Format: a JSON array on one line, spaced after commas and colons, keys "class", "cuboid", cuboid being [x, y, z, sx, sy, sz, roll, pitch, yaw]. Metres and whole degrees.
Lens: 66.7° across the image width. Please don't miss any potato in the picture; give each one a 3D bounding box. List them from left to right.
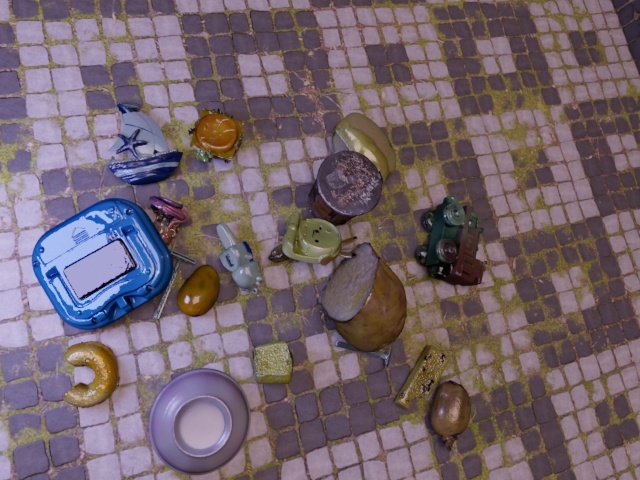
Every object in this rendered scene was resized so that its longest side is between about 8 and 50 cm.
[{"class": "potato", "cuboid": [0.166, 0.196, 1.522, 0.237, 0.301, 0.289, 34, 97, -23]}]

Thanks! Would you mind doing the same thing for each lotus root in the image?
[{"class": "lotus root", "cuboid": [-0.125, 0.040, 1.559, 0.099, 0.049, 0.054, -29, 62, -26]}, {"class": "lotus root", "cuboid": [0.419, 0.562, 1.564, 0.125, 0.118, 0.221, 12, 71, 4]}]

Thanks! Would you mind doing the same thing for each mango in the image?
[{"class": "mango", "cuboid": [-0.356, 0.152, 1.449, 0.111, 0.089, 0.163, 39, 62, -3]}]

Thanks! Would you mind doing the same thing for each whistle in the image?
[{"class": "whistle", "cuboid": [-0.250, 0.055, 1.498, 0.092, 0.110, 0.244, -24, 83, -52]}]

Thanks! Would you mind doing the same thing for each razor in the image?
[{"class": "razor", "cuboid": [-0.454, 0.138, 1.456, 0.084, 0.036, 0.211, 28, 75, -29]}, {"class": "razor", "cuboid": [0.137, 0.356, 1.570, 0.191, 0.037, 0.068, 17, 78, -10]}]

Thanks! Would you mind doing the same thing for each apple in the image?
[{"class": "apple", "cuboid": [0.155, -0.311, 1.692, 0.193, 0.120, 0.265, -39, 93, -33]}]

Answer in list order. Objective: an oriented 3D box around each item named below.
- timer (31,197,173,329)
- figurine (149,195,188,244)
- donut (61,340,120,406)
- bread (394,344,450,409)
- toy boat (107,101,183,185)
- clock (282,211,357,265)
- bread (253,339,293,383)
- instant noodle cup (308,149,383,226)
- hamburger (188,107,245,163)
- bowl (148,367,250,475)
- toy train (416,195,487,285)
[{"class": "timer", "cuboid": [-0.604, 0.063, 1.354, 0.340, 0.115, 0.309, -31, 89, -6]}, {"class": "figurine", "cuboid": [-0.460, -0.055, 1.465, 0.114, 0.126, 0.157, -12, 109, -58]}, {"class": "donut", "cuboid": [-0.628, 0.366, 1.327, 0.146, 0.078, 0.181, 3, 78, -13]}, {"class": "bread", "cuboid": [0.336, 0.458, 1.597, 0.088, 0.049, 0.226, 37, 71, -5]}, {"class": "toy boat", "cuboid": [-0.577, -0.294, 1.503, 0.210, 0.070, 0.292, -40, 87, -25]}, {"class": "clock", "cuboid": [0.000, 0.000, 1.552, 0.231, 0.069, 0.170, 14, 41, -6]}, {"class": "bread", "cuboid": [-0.141, 0.367, 1.449, 0.114, 0.111, 0.129, -2, 60, -12]}, {"class": "instant noodle cup", "cuboid": [0.066, -0.154, 1.578, 0.217, 0.207, 0.218, 4, 75, -15]}, {"class": "hamburger", "cuboid": [-0.334, -0.330, 1.564, 0.164, 0.093, 0.190, 30, 70, -6]}, {"class": "bowl", "cuboid": [-0.329, 0.504, 1.345, 0.286, 0.144, 0.287, 3, 77, -15]}, {"class": "toy train", "cuboid": [0.471, 0.005, 1.702, 0.221, 0.150, 0.304, 22, 70, -21]}]
